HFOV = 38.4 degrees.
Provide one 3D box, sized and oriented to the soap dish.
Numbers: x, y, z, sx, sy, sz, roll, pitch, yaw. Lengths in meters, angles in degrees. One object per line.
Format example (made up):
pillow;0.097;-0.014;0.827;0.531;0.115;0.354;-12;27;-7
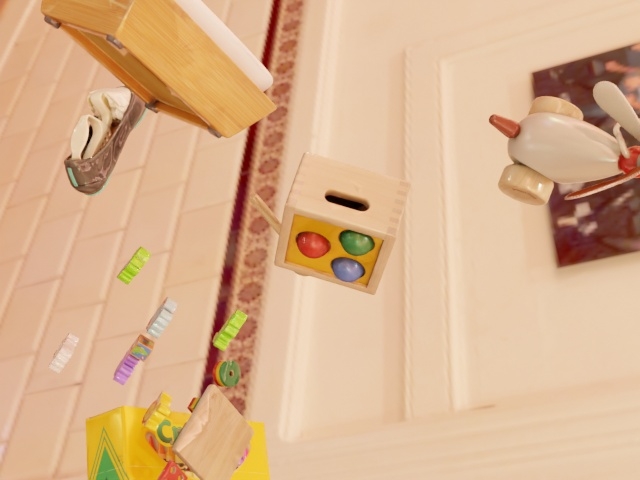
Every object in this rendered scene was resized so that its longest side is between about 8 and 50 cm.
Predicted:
soap dish;-0.222;-0.264;1.246;0.118;0.229;0.291;-58;139;-8

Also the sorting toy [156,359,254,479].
sorting toy;-0.191;0.339;1.526;0.132;0.046;0.274;55;45;-30

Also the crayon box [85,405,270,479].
crayon box;-0.232;0.467;1.603;0.363;0.106;0.313;21;55;-50

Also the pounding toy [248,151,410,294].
pounding toy;-0.010;0.001;1.095;0.206;0.181;0.094;104;3;-55

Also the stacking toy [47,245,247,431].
stacking toy;-0.226;0.129;1.193;0.167;0.221;0.052;35;17;-15

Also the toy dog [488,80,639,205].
toy dog;0.372;-0.144;1.314;0.161;0.334;0.220;24;63;-35

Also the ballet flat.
ballet flat;-0.383;-0.209;1.652;0.096;0.095;0.280;59;35;-44
